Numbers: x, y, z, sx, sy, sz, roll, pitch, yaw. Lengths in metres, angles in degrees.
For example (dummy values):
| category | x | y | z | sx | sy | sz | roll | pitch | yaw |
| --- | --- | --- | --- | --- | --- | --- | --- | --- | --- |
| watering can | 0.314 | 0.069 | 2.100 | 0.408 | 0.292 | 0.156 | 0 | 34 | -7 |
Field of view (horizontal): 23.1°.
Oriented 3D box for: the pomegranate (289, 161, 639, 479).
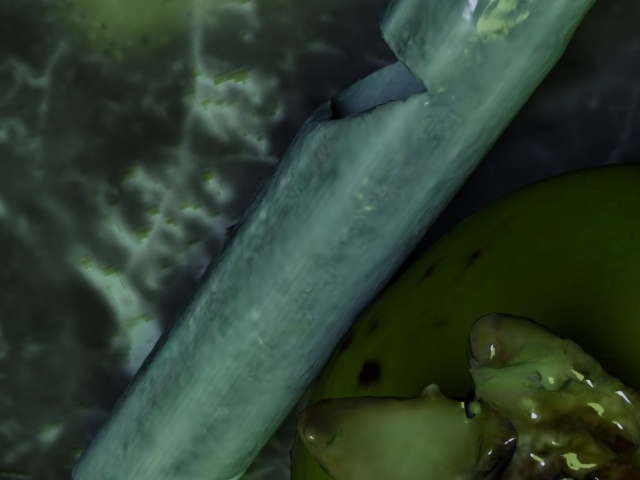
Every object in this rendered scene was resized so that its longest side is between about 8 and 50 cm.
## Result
| category | x | y | z | sx | sy | sz | roll | pitch | yaw |
| --- | --- | --- | --- | --- | --- | --- | --- | --- | --- |
| pomegranate | 0.096 | 0.093 | 0.505 | 0.260 | 0.260 | 0.340 | -32 | 151 | 16 |

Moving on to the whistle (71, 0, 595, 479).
| category | x | y | z | sx | sy | sz | roll | pitch | yaw |
| --- | --- | --- | --- | --- | --- | --- | --- | --- | --- |
| whistle | 0.000 | 0.000 | 0.572 | 0.062 | 0.062 | 0.312 | 27 | 120 | -13 |
